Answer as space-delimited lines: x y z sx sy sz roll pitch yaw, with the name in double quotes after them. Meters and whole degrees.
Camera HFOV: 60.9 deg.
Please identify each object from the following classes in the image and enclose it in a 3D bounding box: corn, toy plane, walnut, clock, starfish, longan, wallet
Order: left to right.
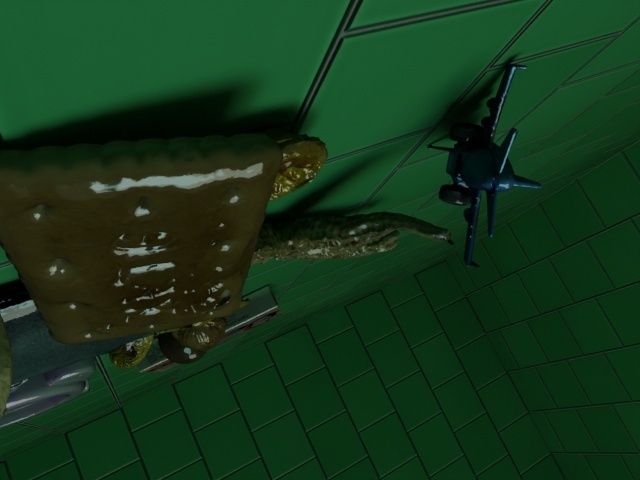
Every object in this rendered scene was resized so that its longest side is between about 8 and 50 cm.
-0.366 0.119 0.612 0.379 0.046 0.190 -18 152 -29 "wallet"
-0.490 0.233 0.837 0.248 0.090 0.227 -14 163 -40 "clock"
-0.347 0.187 0.997 0.072 0.072 0.203 -19 166 -32 "corn"
-0.289 0.202 1.128 0.119 0.106 0.106 19 160 -4 "longan"
-0.232 0.160 1.041 0.105 0.105 0.124 -24 162 -9 "walnut"
0.000 0.000 0.789 0.432 0.082 0.324 -5 174 -25 "starfish"
0.209 -0.101 0.719 0.105 0.253 0.271 6 -162 -2 "toy plane"

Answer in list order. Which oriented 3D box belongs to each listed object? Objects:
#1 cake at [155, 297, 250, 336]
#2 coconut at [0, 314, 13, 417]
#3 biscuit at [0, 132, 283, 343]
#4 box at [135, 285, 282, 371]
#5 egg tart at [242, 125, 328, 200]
-0.195 0.093 0.841 0.116 0.079 0.185 -23 177 -33 "cake"
-0.302 0.089 0.354 0.195 0.194 0.194 -25 169 -5 "coconut"
-0.160 0.020 0.501 0.217 0.044 0.324 -9 153 -21 "biscuit"
-0.270 0.226 1.359 0.353 0.069 0.214 -27 169 -7 "box"
-0.057 -0.069 0.520 0.130 0.052 0.130 -27 170 -5 "egg tart"
